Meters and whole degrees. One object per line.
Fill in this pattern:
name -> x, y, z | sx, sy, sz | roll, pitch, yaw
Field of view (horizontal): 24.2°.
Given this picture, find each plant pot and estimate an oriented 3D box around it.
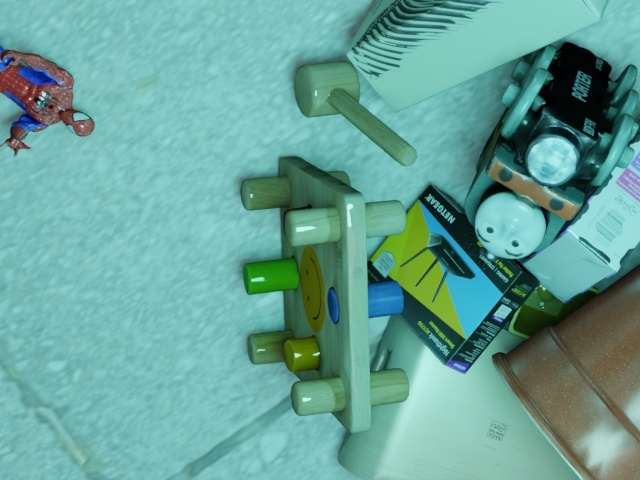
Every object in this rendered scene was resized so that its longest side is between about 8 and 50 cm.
plant pot -> 0.260, 0.070, 1.692 | 0.081, 0.083, 0.081 | 21, 103, -4
plant pot -> 0.366, 0.136, 1.540 | 0.265, 0.272, 0.272 | -42, 99, 8

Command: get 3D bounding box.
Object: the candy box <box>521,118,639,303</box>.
candy box -> 0.314, -0.042, 1.584 | 0.070, 0.165, 0.196 | 39, 73, 1

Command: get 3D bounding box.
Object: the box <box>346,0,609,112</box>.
box -> 0.165, -0.237, 1.536 | 0.275, 0.113, 0.094 | -23, 119, 40

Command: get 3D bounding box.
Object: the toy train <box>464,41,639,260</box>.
toy train -> 0.233, -0.098, 1.539 | 0.142, 0.334, 0.190 | 28, 116, 1

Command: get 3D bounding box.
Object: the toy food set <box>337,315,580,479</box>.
toy food set -> 0.199, 0.212, 1.737 | 0.306, 0.092, 0.220 | 21, 92, -5

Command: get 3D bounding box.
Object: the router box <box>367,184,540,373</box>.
router box -> 0.140, 0.041, 1.648 | 0.046, 0.179, 0.133 | 27, 105, -45

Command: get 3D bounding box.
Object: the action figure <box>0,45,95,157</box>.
action figure -> -0.373, -0.189, 1.629 | 0.280, 0.139, 0.091 | 32, 103, -8

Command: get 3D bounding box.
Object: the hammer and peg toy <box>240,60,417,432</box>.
hammer and peg toy -> 0.000, 0.000, 1.594 | 0.127, 0.266, 0.362 | -6, 105, -16
